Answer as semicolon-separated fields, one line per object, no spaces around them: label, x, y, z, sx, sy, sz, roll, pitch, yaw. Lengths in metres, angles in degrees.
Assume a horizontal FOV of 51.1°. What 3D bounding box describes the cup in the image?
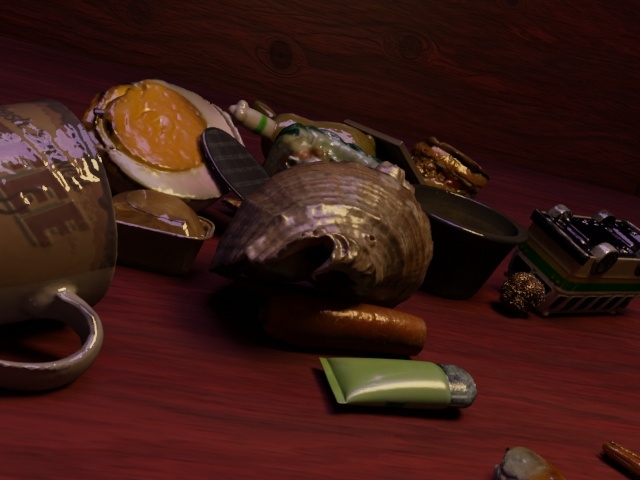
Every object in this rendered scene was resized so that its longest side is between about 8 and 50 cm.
cup;-0.343;0.022;0.634;0.256;0.227;0.301;-20;67;-42

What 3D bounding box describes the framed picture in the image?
framed picture;0.187;-0.179;1.692;0.213;0.016;0.289;33;-13;45

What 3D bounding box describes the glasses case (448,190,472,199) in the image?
glasses case;0.259;-0.045;1.479;0.156;0.098;0.425;29;21;22

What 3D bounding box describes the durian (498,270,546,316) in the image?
durian;0.348;0.092;1.160;0.080;0.080;0.091;25;0;27

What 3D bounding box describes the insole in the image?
insole;-0.100;-0.072;1.125;0.110;0.012;0.310;-15;66;-50

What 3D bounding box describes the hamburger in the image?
hamburger;0.329;-0.175;1.835;0.244;0.163;0.244;31;6;-4

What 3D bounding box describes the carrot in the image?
carrot;0.028;0.106;0.851;0.225;0.067;0.067;10;18;-23

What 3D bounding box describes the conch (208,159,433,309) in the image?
conch;-0.001;-0.017;0.908;0.296;0.210;0.352;-6;-17;10

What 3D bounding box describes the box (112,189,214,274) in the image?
box;-0.240;-0.019;0.944;0.177;0.111;0.111;14;17;-8

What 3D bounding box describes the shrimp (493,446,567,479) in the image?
shrimp;0.162;0.244;0.592;0.165;0.049;0.161;1;22;-19

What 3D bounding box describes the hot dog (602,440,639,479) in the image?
hot dog;0.359;0.256;0.756;0.037;0.021;0.083;13;13;-47

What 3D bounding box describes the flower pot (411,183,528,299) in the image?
flower pot;0.232;0.011;1.193;0.235;0.148;0.235;16;19;-6

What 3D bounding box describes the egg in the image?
egg;-0.285;-0.135;1.166;0.264;0.174;0.286;47;37;4

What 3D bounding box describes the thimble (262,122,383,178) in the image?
thimble;0.007;-0.106;1.284;0.254;0.167;0.288;29;18;8

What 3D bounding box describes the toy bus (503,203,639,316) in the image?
toy bus;0.507;0.049;1.271;0.305;0.179;0.143;2;36;-36

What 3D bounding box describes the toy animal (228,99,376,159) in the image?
toy animal;-0.054;-0.208;1.566;0.362;0.181;0.181;14;18;-12

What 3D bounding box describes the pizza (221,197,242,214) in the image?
pizza;-0.125;-0.046;1.266;0.122;0.027;0.109;12;20;-22

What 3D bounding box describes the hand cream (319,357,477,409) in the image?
hand cream;0.091;0.165;0.769;0.174;0.046;0.095;4;20;-15
